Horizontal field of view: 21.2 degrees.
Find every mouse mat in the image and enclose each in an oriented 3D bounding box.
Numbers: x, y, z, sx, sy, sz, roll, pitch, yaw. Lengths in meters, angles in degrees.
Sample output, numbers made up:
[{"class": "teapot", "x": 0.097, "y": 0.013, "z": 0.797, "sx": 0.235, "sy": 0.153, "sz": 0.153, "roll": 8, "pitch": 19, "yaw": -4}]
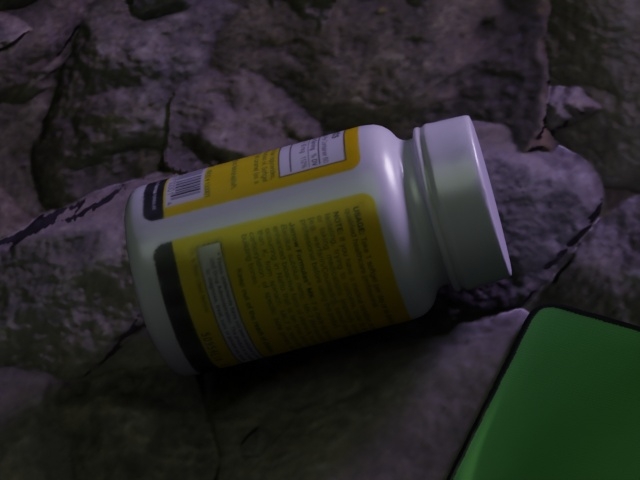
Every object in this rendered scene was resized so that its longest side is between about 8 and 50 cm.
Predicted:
[{"class": "mouse mat", "x": 0.175, "y": 0.117, "z": 0.938, "sx": 0.189, "sy": 0.007, "sz": 0.153, "roll": 17, "pitch": 62, "yaw": 26}]

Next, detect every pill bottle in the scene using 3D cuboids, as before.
[{"class": "pill bottle", "x": 0.000, "y": 0.000, "z": 1.008, "sx": 0.208, "sy": 0.119, "sz": 0.119, "roll": -14, "pitch": 52, "yaw": 8}]
